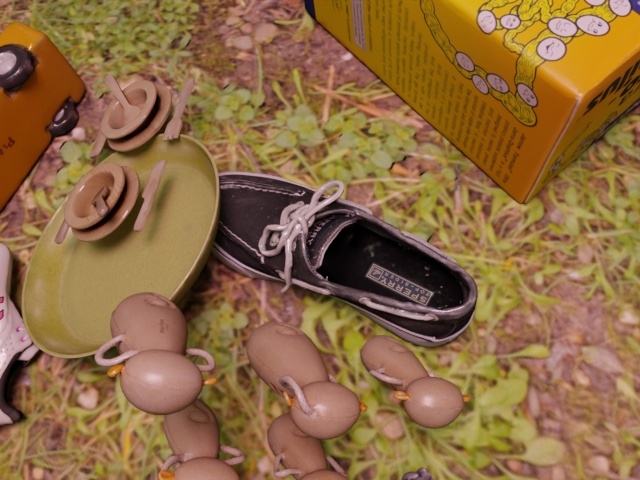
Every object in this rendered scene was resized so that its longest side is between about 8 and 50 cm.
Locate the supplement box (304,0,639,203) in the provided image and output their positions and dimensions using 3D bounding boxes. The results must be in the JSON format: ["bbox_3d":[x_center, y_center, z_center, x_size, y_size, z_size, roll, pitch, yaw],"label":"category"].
[{"bbox_3d":[0.155,-0.248,0.592,0.194,0.195,0.356,-40,71,-9],"label":"supplement box"}]

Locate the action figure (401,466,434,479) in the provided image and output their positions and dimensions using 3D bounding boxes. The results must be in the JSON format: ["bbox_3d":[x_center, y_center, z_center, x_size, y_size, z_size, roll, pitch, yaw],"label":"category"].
[{"bbox_3d":[0.132,0.260,0.457,0.285,0.099,0.185,-17,77,4],"label":"action figure"}]

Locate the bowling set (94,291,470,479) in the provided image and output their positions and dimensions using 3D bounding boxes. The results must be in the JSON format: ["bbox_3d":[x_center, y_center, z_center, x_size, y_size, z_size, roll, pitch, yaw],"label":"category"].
[{"bbox_3d":[-0.035,0.164,0.462,0.287,0.154,0.199,10,98,-22],"label":"bowling set"}]

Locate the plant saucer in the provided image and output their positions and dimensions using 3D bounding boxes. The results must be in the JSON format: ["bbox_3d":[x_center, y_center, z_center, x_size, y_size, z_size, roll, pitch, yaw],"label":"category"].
[{"bbox_3d":[-0.186,0.004,0.581,0.241,0.037,0.240,-17,53,24],"label":"plant saucer"}]

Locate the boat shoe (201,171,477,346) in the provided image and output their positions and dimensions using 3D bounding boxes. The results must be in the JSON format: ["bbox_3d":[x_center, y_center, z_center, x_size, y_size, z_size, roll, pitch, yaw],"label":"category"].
[{"bbox_3d":[-0.002,0.004,0.562,0.306,0.105,0.113,30,75,17],"label":"boat shoe"}]

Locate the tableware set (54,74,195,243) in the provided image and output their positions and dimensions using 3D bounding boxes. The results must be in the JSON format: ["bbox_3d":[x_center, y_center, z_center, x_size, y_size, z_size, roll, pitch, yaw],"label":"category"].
[{"bbox_3d":[-0.207,-0.090,0.603,0.128,0.039,0.194,-7,57,30],"label":"tableware set"}]

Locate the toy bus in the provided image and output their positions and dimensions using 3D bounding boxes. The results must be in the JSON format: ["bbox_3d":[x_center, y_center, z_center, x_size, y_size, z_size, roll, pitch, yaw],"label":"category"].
[{"bbox_3d":[-0.401,-0.081,0.640,0.130,0.108,0.332,24,74,16],"label":"toy bus"}]

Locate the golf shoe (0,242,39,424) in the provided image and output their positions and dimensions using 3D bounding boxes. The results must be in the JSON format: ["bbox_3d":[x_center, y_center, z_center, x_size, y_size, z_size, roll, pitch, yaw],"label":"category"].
[{"bbox_3d":[-0.321,0.092,0.594,0.086,0.067,0.186,7,69,-17],"label":"golf shoe"}]
